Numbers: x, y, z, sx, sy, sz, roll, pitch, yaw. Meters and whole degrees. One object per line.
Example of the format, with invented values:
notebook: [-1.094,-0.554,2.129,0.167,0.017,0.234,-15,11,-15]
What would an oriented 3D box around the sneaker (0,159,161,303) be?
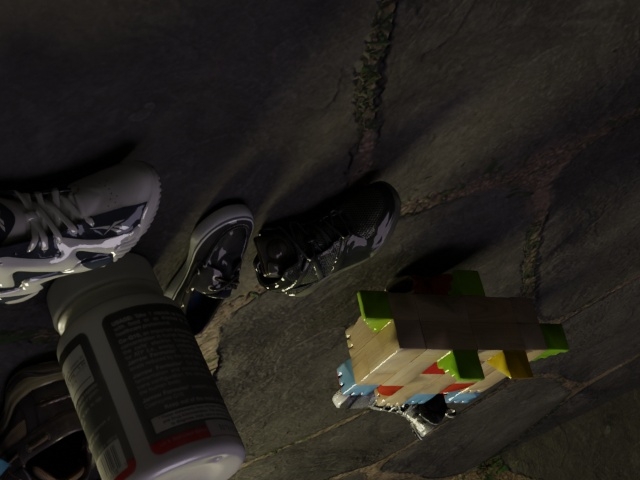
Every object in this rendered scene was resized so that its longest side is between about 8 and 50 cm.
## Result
sneaker: [-0.283,-0.019,0.941,0.235,0.094,0.153,-23,164,13]

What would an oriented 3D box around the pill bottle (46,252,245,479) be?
pill bottle: [-0.215,0.165,1.123,0.161,0.283,0.161,-22,153,-12]

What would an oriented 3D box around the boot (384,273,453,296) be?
boot: [0.174,0.085,1.612,0.158,0.059,0.084,-19,148,-15]

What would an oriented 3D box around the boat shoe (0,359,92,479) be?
boat shoe: [-0.405,0.306,1.371,0.132,0.130,0.355,-12,150,-28]

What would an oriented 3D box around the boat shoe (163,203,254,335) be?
boat shoe: [-0.139,0.047,1.218,0.080,0.076,0.228,-4,145,-40]

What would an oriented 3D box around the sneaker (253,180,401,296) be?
sneaker: [0.000,0.000,1.254,0.228,0.087,0.130,-34,160,25]

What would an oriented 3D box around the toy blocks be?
toy blocks: [0.179,0.192,1.587,0.382,0.190,0.261,4,148,-28]

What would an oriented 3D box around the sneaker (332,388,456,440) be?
sneaker: [0.163,0.335,1.938,0.269,0.153,0.101,-9,148,-34]

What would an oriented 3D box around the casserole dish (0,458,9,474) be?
casserole dish: [-0.499,0.287,1.277,0.114,0.037,0.188,13,156,16]
